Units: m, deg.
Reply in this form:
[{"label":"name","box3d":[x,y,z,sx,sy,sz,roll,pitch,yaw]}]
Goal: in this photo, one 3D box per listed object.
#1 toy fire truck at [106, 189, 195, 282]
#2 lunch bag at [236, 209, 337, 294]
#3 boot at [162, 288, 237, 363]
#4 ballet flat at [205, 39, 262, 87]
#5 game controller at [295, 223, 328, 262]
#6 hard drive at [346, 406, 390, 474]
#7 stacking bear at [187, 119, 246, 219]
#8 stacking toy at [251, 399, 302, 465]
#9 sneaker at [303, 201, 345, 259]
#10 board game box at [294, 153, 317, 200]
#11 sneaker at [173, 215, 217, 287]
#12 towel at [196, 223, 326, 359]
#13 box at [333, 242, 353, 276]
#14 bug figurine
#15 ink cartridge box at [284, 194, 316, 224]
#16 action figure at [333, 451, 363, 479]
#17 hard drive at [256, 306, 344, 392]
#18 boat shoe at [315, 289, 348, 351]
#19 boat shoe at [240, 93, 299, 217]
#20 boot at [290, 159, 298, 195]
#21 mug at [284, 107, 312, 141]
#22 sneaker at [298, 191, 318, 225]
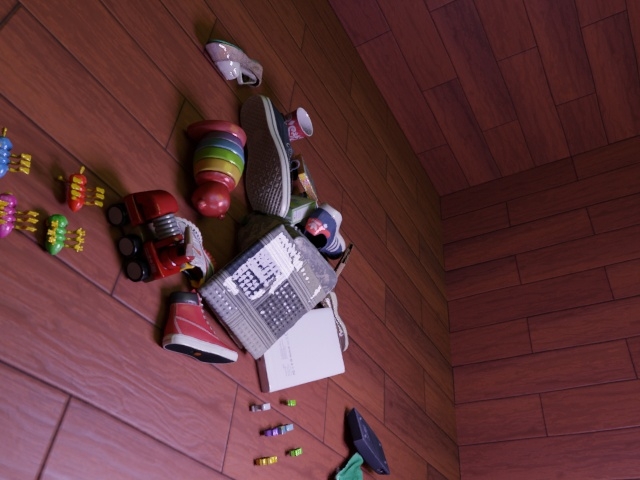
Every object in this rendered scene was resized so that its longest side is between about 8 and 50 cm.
[{"label":"toy fire truck","box3d":[-0.373,-0.024,1.327,0.158,0.246,0.217,-22,95,-65]},{"label":"lunch bag","box3d":[-0.125,0.059,1.819,0.256,0.212,0.305,41,-6,48]},{"label":"boot","box3d":[-0.310,0.228,1.494,0.244,0.088,0.176,37,41,-46]},{"label":"ballet flat","box3d":[-0.301,-0.627,2.014,0.316,0.108,0.106,2,87,-63]},{"label":"game controller","box3d":[-0.059,0.042,2.153,0.319,0.067,0.166,51,19,-39]},{"label":"hard drive","box3d":[0.179,0.770,2.117,0.254,0.054,0.172,58,8,-32]},{"label":"stacking bear","box3d":[-0.315,-0.201,1.671,0.175,0.164,0.289,39,46,-49]},{"label":"stacking toy","box3d":[-0.130,0.576,1.687,0.221,0.052,0.166,21,58,-61]},{"label":"sneaker","box3d":[0.000,0.000,2.101,0.148,0.131,0.350,-46,155,-18]},{"label":"board game box","box3d":[-0.056,-0.240,2.157,0.259,0.039,0.124,-97,163,-63]},{"label":"sneaker","box3d":[-0.360,0.031,1.507,0.225,0.088,0.092,60,30,-25]},{"label":"towel","box3d":[-0.162,0.152,1.634,0.312,0.056,0.324,-41,126,-17]},{"label":"box","box3d":[0.066,0.121,2.212,0.021,0.201,0.164,28,33,0]},{"label":"bug figurine","box3d":[-0.584,-0.091,1.149,0.279,0.072,0.216,35,51,-59]},{"label":"ink cartridge box","box3d":[-0.117,-0.104,1.992,0.209,0.109,0.062,-28,127,-52]},{"label":"action figure","box3d":[0.087,0.835,1.940,0.232,0.064,0.137,16,63,-65]},{"label":"hard drive","box3d":[-0.070,0.352,1.841,0.353,0.047,0.233,0,74,-48]},{"label":"boat shoe","box3d":[0.027,0.315,2.133,0.095,0.095,0.257,-21,95,-41]},{"label":"boat shoe","box3d":[-0.170,-0.286,1.975,0.156,0.187,0.500,22,50,-51]},{"label":"boot","box3d":[-0.116,-0.241,2.168,0.106,0.082,0.219,26,50,-54]},{"label":"mug","box3d":[-0.122,-0.423,2.163,0.150,0.169,0.113,32,47,-55]},{"label":"sneaker","box3d":[-0.036,-0.117,2.236,0.235,0.094,0.153,30,46,-59]}]
